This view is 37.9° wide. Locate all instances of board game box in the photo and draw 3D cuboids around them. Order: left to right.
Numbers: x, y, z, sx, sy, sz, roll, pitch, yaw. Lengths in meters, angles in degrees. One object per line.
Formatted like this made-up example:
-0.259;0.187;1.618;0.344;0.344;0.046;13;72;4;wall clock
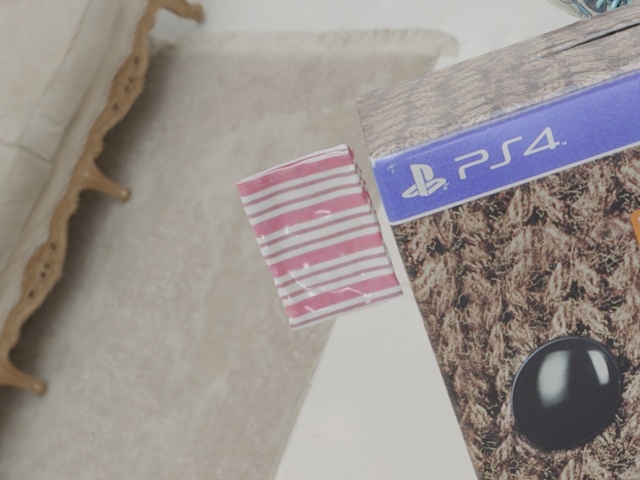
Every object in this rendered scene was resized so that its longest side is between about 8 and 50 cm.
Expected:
0.172;0.041;0.436;0.232;0.291;0.141;-19;17;6;board game box

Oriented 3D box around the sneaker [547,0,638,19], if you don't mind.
0.323;-0.265;0.989;0.110;0.283;0.122;-45;3;5;sneaker

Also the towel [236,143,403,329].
0.000;0.000;1.083;0.144;0.197;0.029;-19;13;7;towel
